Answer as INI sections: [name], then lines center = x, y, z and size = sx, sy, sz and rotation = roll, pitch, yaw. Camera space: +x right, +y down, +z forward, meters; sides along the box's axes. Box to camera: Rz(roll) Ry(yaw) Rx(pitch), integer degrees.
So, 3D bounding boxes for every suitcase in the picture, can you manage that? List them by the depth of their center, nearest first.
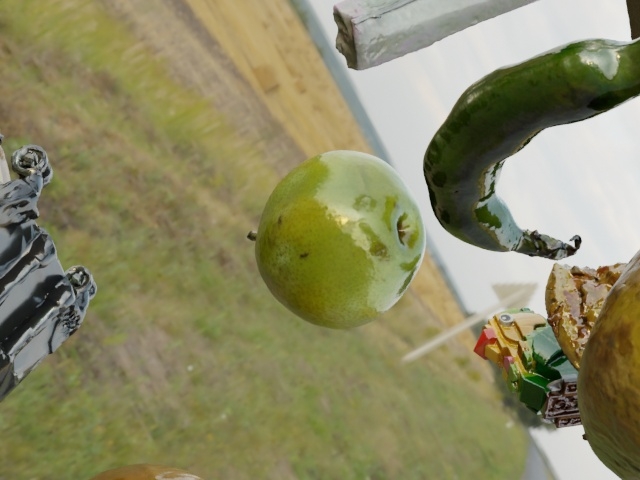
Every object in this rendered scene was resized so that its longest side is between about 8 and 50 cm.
[suitcase]
center = -0.419, 0.101, 1.047
size = 0.194, 0.434, 0.283
rotation = 29, -27, 20

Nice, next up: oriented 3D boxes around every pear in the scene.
[pear]
center = 0.000, 0.000, 1.150
size = 0.166, 0.216, 0.180
rotation = 44, 52, -48

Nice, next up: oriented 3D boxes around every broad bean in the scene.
[broad bean]
center = 0.147, -0.061, 0.799
size = 0.292, 0.144, 0.049
rotation = 97, -3, -62

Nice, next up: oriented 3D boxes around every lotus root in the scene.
[lotus root]
center = 0.273, 0.091, 0.768
size = 0.193, 0.193, 0.291
rotation = 64, 3, 28

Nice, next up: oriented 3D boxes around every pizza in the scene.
[pizza]
center = 0.347, 0.100, 1.232
size = 0.305, 0.161, 0.085
rotation = 44, -18, 53

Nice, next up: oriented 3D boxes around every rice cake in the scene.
[rice cake]
center = 0.104, -0.157, 0.699
size = 0.036, 0.206, 0.047
rotation = 56, -16, 41

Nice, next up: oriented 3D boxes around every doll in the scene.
[doll]
center = 0.287, 0.152, 1.434
size = 0.186, 0.134, 0.106
rotation = 36, -40, 38

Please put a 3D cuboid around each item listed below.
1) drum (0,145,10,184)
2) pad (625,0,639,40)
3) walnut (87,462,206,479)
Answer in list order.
[drum]
center = -0.675, -0.061, 1.625
size = 0.431, 0.431, 0.214
rotation = 62, 4, 9
[pad]
center = 0.415, -0.197, 1.073
size = 0.330, 0.004, 0.220
rotation = 34, -20, 42
[walnut]
center = -0.160, 0.321, 1.101
size = 0.209, 0.209, 0.336
rotation = 61, -20, -6
